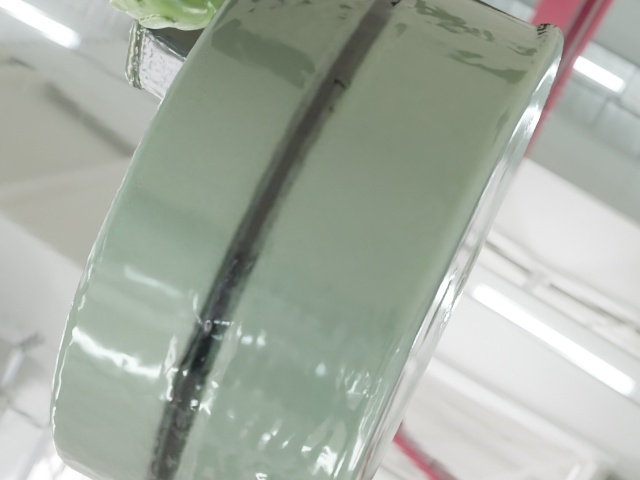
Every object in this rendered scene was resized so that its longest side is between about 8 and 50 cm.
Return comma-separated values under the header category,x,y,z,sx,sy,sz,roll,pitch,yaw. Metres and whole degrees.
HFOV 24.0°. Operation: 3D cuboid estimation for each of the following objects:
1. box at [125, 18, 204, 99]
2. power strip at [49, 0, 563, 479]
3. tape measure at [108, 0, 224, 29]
category,x,y,z,sx,sy,sz,roll,pitch,yaw
box,-0.067,-0.222,1.718,0.178,0.138,0.274,37,-130,21
power strip,0.000,0.000,0.848,0.161,0.357,0.357,25,-163,8
tape measure,-0.096,-0.224,1.044,0.087,0.177,0.154,5,131,55
